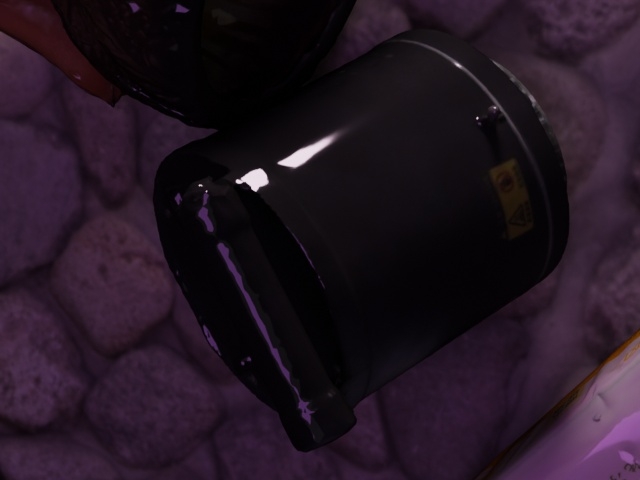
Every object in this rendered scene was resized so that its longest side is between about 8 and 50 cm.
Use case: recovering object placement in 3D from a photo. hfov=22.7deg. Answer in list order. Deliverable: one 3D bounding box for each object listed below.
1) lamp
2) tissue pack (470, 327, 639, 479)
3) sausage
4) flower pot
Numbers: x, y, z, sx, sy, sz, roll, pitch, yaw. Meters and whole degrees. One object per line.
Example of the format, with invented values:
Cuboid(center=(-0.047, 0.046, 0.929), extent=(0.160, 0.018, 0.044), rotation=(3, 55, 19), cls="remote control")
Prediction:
Cuboid(center=(0.037, -0.017, 1.071), extent=(0.272, 0.374, 0.205), rotation=(-29, 97, -9), cls="lamp")
Cuboid(center=(0.233, 0.181, 1.131), extent=(0.185, 0.124, 0.225), rotation=(46, 108, 3), cls="tissue pack")
Cuboid(center=(-0.257, -0.194, 1.239), extent=(0.304, 0.078, 0.078), rotation=(28, 105, 10), cls="sausage")
Cuboid(center=(-0.124, -0.242, 1.113), extent=(0.267, 0.266, 0.266), rotation=(29, 105, 21), cls="flower pot")
